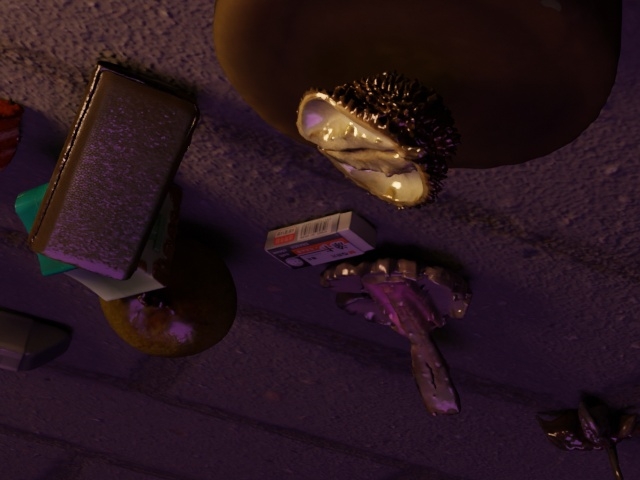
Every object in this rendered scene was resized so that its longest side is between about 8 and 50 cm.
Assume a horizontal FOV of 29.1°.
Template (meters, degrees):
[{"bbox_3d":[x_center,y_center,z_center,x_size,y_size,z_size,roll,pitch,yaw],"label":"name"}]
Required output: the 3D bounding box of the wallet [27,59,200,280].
[{"bbox_3d":[-0.196,-0.063,1.174,0.110,0.031,0.198,20,110,-15],"label":"wallet"}]

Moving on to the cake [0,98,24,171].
[{"bbox_3d":[-0.454,-0.124,1.251,0.262,0.159,0.158,-18,163,-26],"label":"cake"}]

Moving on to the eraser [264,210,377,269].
[{"bbox_3d":[0.000,0.000,1.363,0.122,0.029,0.052,-13,146,37],"label":"eraser"}]

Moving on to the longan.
[{"bbox_3d":[-0.175,0.064,1.403,0.154,0.145,0.176,-12,-179,5],"label":"longan"}]

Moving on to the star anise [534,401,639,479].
[{"bbox_3d":[0.394,0.348,1.715,0.148,0.227,0.218,-15,155,28],"label":"star anise"}]

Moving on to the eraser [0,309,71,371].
[{"bbox_3d":[-0.524,0.115,1.714,0.352,0.061,0.089,17,151,-12],"label":"eraser"}]

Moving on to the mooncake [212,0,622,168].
[{"bbox_3d":[0.071,-0.175,0.875,0.284,0.155,0.284,8,155,4],"label":"mooncake"}]

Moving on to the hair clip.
[{"bbox_3d":[0.112,0.104,1.478,0.173,0.069,0.300,-4,140,21],"label":"hair clip"}]

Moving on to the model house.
[{"bbox_3d":[-0.234,-0.021,1.293,0.100,0.127,0.149,-16,147,38],"label":"model house"}]

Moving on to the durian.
[{"bbox_3d":[0.050,-0.077,0.822,0.110,0.071,0.140,41,168,-22],"label":"durian"}]
